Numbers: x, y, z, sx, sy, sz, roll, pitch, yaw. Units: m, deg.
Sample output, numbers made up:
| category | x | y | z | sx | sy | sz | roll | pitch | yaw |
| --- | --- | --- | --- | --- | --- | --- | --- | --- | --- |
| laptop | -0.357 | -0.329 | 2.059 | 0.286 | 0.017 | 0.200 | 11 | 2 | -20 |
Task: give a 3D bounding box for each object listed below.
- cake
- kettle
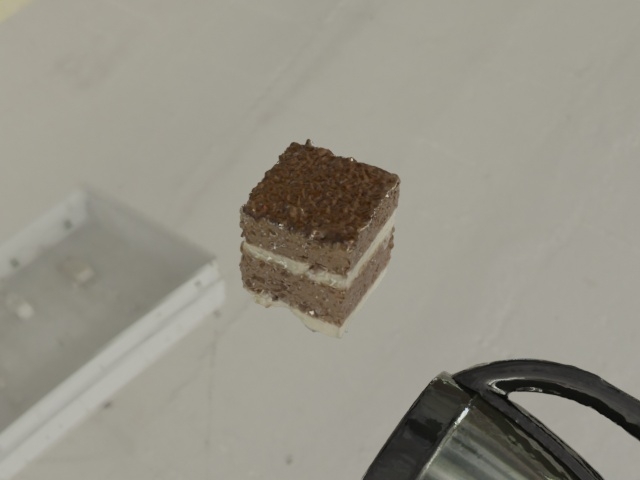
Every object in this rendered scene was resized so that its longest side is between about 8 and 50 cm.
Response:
| category | x | y | z | sx | sy | sz | roll | pitch | yaw |
| --- | --- | --- | --- | --- | --- | --- | --- | --- | --- |
| cake | 0.000 | 0.000 | 1.408 | 0.135 | 0.147 | 0.134 | 21 | -129 | 20 |
| kettle | 0.176 | 0.256 | 1.193 | 0.271 | 0.207 | 0.251 | 34 | -122 | 13 |
